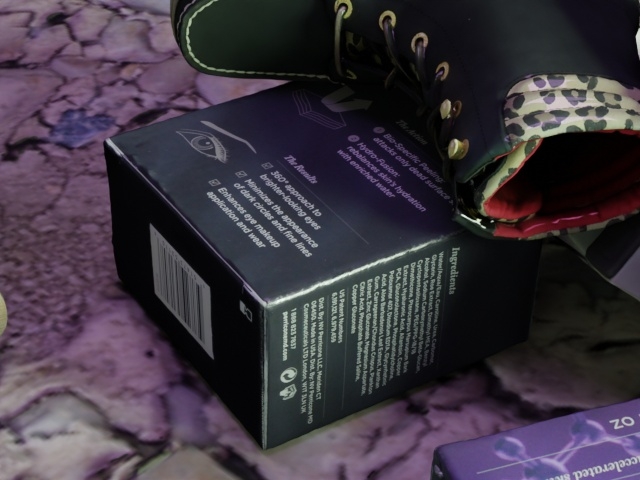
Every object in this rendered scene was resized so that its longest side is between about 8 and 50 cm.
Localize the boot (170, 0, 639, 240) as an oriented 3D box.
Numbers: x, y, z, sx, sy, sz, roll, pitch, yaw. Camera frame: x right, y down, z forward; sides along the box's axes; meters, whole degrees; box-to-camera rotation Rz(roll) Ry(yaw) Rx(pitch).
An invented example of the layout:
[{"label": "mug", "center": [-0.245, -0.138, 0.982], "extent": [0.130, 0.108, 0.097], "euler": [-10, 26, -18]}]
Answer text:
[{"label": "boot", "center": [0.044, -0.080, 0.704], "extent": [0.236, 0.085, 0.178], "euler": [-6, 44, 3]}]

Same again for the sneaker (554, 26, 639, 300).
[{"label": "sneaker", "center": [0.172, -0.030, 0.784], "extent": [0.146, 0.122, 0.330], "euler": [34, 17, -29]}]

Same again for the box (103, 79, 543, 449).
[{"label": "box", "center": [0.000, 0.000, 0.740], "extent": [0.158, 0.093, 0.156], "euler": [-20, 41, -25]}]

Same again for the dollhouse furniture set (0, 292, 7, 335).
[{"label": "dollhouse furniture set", "center": [-0.203, -0.094, 0.727], "extent": [0.161, 0.242, 0.212], "euler": [-19, 39, -6]}]

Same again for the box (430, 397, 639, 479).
[{"label": "box", "center": [0.142, 0.159, 0.518], "extent": [0.153, 0.108, 0.207], "euler": [-11, 38, -18]}]
